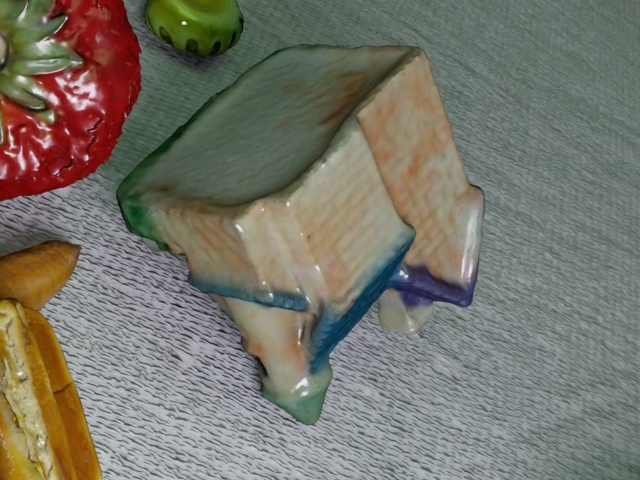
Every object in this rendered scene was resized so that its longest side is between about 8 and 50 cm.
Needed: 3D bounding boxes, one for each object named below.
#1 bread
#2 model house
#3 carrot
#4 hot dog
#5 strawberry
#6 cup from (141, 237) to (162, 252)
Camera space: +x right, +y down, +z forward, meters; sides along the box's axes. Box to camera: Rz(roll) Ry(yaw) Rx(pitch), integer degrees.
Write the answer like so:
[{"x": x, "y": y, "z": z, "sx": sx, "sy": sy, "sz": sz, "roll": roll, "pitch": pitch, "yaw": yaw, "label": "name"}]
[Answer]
[{"x": -0.159, "y": -0.279, "z": 1.788, "sx": 0.130, "sy": 0.071, "sz": 0.139, "roll": 5, "pitch": 46, "yaw": -35, "label": "bread"}, {"x": 0.000, "y": 0.000, "z": 1.451, "sx": 0.312, "sy": 0.245, "sz": 0.280, "roll": -46, "pitch": 127, "yaw": -35, "label": "model house"}, {"x": -0.268, "y": 0.035, "z": 1.309, "sx": 0.072, "sy": 0.072, "sz": 0.205, "roll": 39, "pitch": 28, "yaw": 4, "label": "carrot"}, {"x": -0.219, "y": 0.166, "z": 1.142, "sx": 0.115, "sy": 0.072, "sz": 0.269, "roll": 69, "pitch": 1, "yaw": -65, "label": "hot dog"}, {"x": -0.285, "y": -0.169, "z": 1.404, "sx": 0.257, "sy": 0.257, "sz": 0.277, "roll": 35, "pitch": 3, "yaw": -2, "label": "strawberry"}, {"x": -0.141, "y": -0.029, "z": 1.499, "sx": 0.054, "sy": 0.075, "sz": 0.083, "roll": 4, "pitch": 14, "yaw": 39, "label": "cup"}]
